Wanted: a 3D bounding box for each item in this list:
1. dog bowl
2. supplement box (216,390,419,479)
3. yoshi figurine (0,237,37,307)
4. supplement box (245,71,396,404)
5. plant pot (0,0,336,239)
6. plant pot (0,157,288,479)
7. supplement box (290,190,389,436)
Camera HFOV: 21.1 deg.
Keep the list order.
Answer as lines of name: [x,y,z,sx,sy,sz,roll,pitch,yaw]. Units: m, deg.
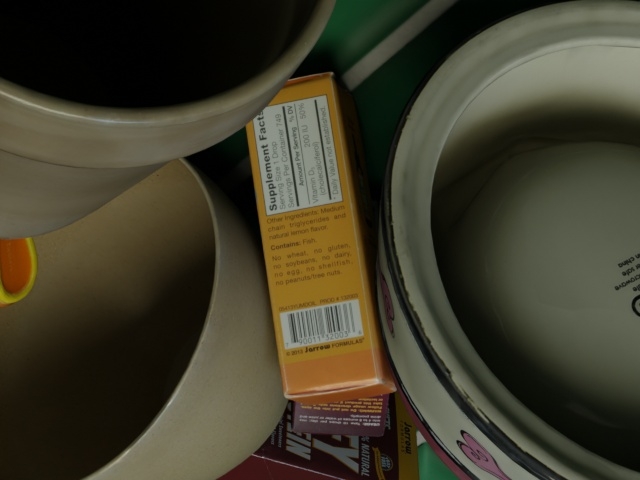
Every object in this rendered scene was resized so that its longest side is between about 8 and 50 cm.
dog bowl: [0.221,0.036,1.209,0.408,0.408,0.150,10,149,-10]
supplement box: [-0.040,0.211,1.529,0.194,0.129,0.191,18,130,-16]
yoshi figurine: [-0.410,0.030,1.300,0.362,0.203,0.203,5,145,20]
supplement box: [0.000,0.000,1.269,0.080,0.233,0.078,-9,169,11]
plant pot: [-0.184,-0.148,1.110,0.323,0.323,0.280,17,148,-16]
plant pot: [-0.130,0.087,1.338,0.284,0.284,0.191,-29,142,24]
supplement box: [0.020,0.061,1.407,0.081,0.104,0.188,3,133,-2]
